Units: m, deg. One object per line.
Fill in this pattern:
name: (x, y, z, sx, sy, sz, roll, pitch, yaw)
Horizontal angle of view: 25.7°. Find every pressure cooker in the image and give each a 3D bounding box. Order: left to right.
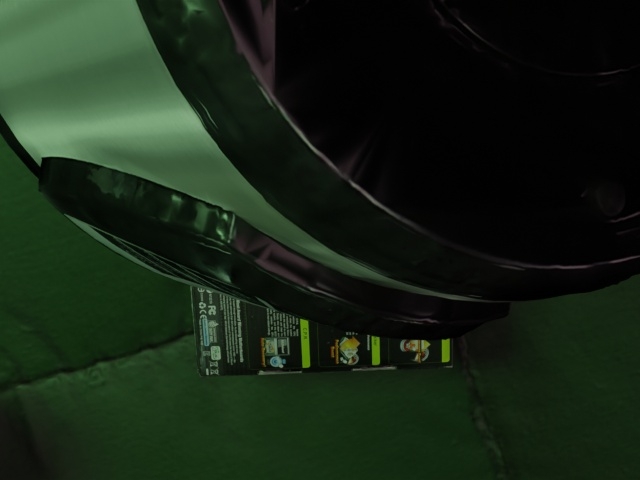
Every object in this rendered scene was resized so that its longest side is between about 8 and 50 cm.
pressure cooker: (0.009, -0.156, 0.715, 0.375, 0.420, 0.370, -32, 106, -23)

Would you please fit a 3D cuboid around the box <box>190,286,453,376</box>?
box: (0.000, 0.000, 0.969, 0.184, 0.045, 0.191, -4, 112, -1)
